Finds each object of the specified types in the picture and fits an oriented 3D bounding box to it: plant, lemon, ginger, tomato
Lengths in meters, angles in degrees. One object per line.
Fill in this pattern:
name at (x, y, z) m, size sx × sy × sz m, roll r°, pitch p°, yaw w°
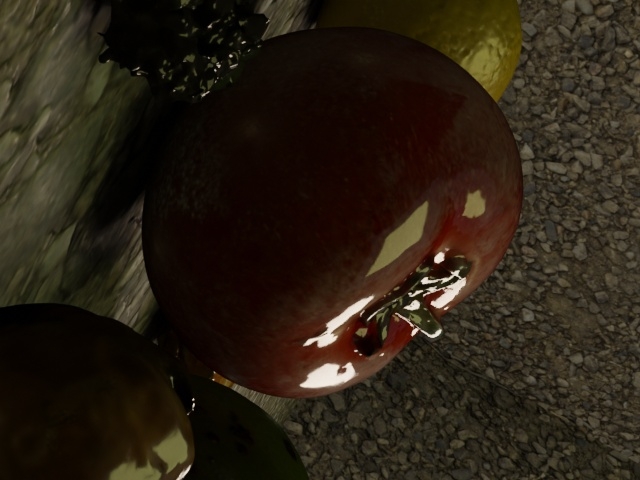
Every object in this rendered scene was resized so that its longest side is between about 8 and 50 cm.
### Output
plant at (-0.069, -0.111, 0.784) m, size 0.087 × 0.085 × 0.174 m, roll -21°, pitch 180°, yaw 4°
lemon at (0.082, -0.172, 1.267) m, size 0.203 × 0.178 × 0.178 m, roll -62°, pitch 174°, yaw 34°
ginger at (-0.169, 0.134, 0.810) m, size 0.321 × 0.172 × 0.165 m, roll 121°, pitch -36°, yaw -65°
tomato at (-0.002, -0.026, 1.021) m, size 0.270 × 0.227 × 0.270 m, roll -35°, pitch 156°, yaw -18°

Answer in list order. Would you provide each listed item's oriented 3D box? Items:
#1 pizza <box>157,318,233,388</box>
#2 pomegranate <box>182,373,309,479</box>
pizza at (-0.108, 0.089, 1.384) m, size 0.289 × 0.081 × 0.228 m, roll 104°, pitch 11°, yaw -67°
pomegranate at (-0.098, 0.253, 1.172) m, size 0.291 × 0.324 × 0.290 m, roll -172°, pitch -90°, yaw -83°
